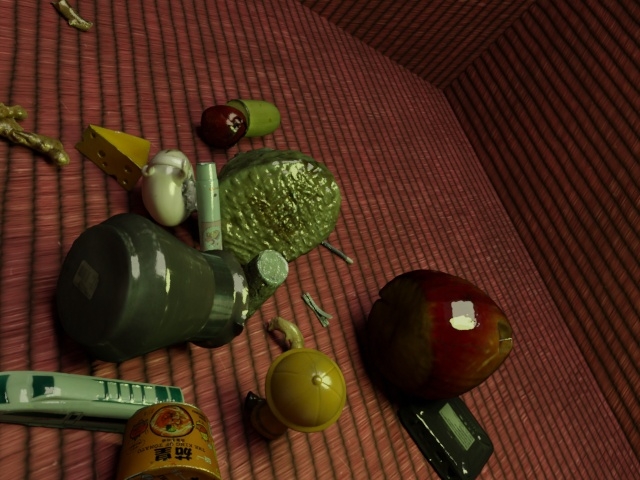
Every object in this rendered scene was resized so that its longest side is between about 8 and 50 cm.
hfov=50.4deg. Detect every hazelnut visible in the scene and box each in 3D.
[{"bbox_3d":[0.336,0.286,1.999,0.402,0.429,0.402,2,86,-33],"label":"hazelnut"}]

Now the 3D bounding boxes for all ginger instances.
[{"bbox_3d":[-0.055,0.324,1.800,0.089,0.075,0.288,-16,71,-51],"label":"ginger"},{"bbox_3d":[-0.774,-0.704,2.109,0.137,0.044,0.057,44,13,-8],"label":"ginger"},{"bbox_3d":[-0.718,-0.256,1.661,0.176,0.052,0.193,-2,48,-52],"label":"ginger"}]

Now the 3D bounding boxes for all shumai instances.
[{"bbox_3d":[-0.165,-0.127,1.974,0.323,0.397,0.324,-127,-158,-56],"label":"shumai"}]

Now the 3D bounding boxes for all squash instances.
[{"bbox_3d":[-0.224,-0.431,2.383,0.132,0.132,0.247,54,32,11],"label":"squash"}]

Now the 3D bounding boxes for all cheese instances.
[{"bbox_3d":[-0.550,-0.233,1.794,0.171,0.093,0.126,28,38,-28],"label":"cheese"}]

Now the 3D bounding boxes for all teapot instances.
[{"bbox_3d":[-0.384,-0.141,1.782,0.298,0.139,0.204,70,26,-73],"label":"teapot"},{"bbox_3d":[-0.371,0.099,1.499,0.376,0.305,0.362,32,9,36],"label":"teapot"}]

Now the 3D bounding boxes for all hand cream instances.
[{"bbox_3d":[-0.291,-0.037,1.771,0.085,0.058,0.331,-24,118,-60],"label":"hand cream"}]

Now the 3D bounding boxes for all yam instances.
[{"bbox_3d":[-0.172,0.115,1.766,0.107,0.194,0.107,32,31,-22],"label":"yam"}]

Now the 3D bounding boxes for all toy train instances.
[{"bbox_3d":[-0.457,0.306,1.302,0.407,0.088,0.086,17,42,-38],"label":"toy train"}]

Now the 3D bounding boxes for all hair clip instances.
[{"bbox_3d":[-0.008,0.200,2.022,0.115,0.039,0.030,50,26,9],"label":"hair clip"}]

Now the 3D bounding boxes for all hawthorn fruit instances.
[{"bbox_3d":[-0.302,-0.368,2.185,0.148,0.172,0.148,4,85,-42],"label":"hawthorn fruit"}]

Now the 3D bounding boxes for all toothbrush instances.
[{"bbox_3d":[0.000,0.000,2.270,0.288,0.026,0.024,34,-8,-22],"label":"toothbrush"}]

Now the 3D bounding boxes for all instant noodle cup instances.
[{"bbox_3d":[-0.287,0.421,1.280,0.216,0.216,0.172,27,27,-30],"label":"instant noodle cup"}]

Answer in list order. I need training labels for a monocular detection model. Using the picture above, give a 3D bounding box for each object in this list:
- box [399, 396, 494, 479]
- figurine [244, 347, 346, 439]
[{"bbox_3d":[0.390,0.572,2.048,0.290,0.073,0.289,54,31,12],"label":"box"},{"bbox_3d":[-0.059,0.367,1.557,0.192,0.257,0.167,34,30,-9],"label":"figurine"}]
